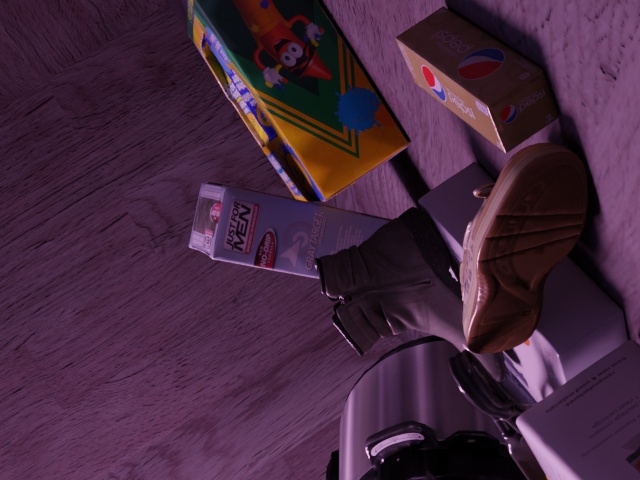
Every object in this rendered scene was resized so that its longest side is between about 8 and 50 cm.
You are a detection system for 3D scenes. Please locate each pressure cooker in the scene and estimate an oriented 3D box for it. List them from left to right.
[{"bbox_3d":[0.199,0.379,1.622,0.369,0.376,0.420,16,-151,-7],"label":"pressure cooker"}]

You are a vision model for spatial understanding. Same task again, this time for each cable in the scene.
[{"bbox_3d":[0.230,0.194,1.260,0.287,0.072,0.139,55,-162,-33],"label":"cable"}]

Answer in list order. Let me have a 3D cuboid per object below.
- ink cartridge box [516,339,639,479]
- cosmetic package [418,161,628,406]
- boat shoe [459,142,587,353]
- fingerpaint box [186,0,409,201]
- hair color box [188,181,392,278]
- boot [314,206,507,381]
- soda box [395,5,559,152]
[{"bbox_3d":[0.388,0.314,1.076,0.279,0.160,0.385,59,176,-29],"label":"ink cartridge box"},{"bbox_3d":[0.271,0.119,1.396,0.284,0.097,0.377,49,171,40],"label":"cosmetic package"},{"bbox_3d":[0.184,0.000,1.114,0.285,0.104,0.089,102,159,-47],"label":"boat shoe"},{"bbox_3d":[-0.057,-0.252,1.818,0.371,0.163,0.445,57,176,-6],"label":"fingerpaint box"},{"bbox_3d":[0.000,0.000,1.752,0.185,0.374,0.114,-165,86,-72],"label":"hair color box"},{"bbox_3d":[0.105,0.096,1.356,0.247,0.161,0.083,58,176,-3],"label":"boot"},{"bbox_3d":[0.143,-0.155,1.049,0.181,0.061,0.058,50,173,51],"label":"soda box"}]
